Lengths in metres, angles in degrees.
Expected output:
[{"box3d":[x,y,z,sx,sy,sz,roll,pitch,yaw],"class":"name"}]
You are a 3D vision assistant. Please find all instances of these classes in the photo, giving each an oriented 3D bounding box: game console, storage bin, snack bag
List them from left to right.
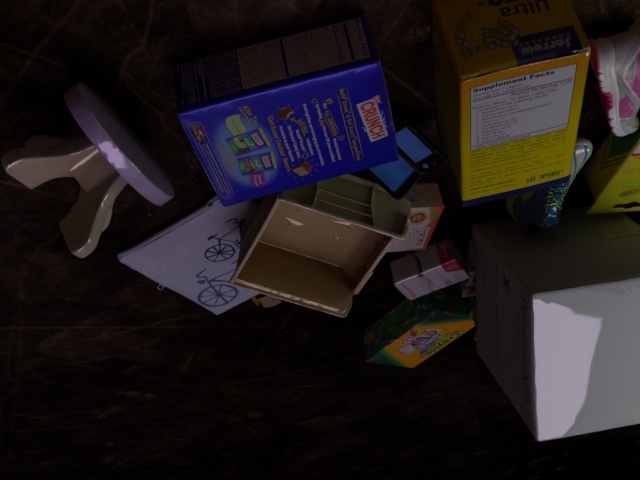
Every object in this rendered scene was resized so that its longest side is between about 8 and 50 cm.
[{"box3d":[-0.200,0.028,1.967,0.323,0.037,0.342,-28,143,23],"class":"snack bag"},{"box3d":[0.000,0.000,1.795,0.260,0.123,0.262,18,137,-14],"class":"storage bin"},{"box3d":[0.140,-0.147,1.708,0.122,0.071,0.107,42,147,-15],"class":"game console"}]

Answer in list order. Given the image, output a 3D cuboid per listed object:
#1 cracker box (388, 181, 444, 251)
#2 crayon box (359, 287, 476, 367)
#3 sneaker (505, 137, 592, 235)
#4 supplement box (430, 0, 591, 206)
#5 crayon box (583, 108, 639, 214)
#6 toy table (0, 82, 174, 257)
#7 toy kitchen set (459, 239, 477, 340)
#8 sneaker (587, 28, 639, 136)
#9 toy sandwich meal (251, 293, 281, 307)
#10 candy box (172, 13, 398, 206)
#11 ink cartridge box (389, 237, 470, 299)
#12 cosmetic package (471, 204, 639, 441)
[{"box3d":[0.116,-0.042,1.934,0.232,0.067,0.156,-4,147,-15],"class":"cracker box"},{"box3d":[0.247,0.218,2.395,0.165,0.081,0.278,12,142,-34],"class":"crayon box"},{"box3d":[0.470,-0.096,1.914,0.091,0.126,0.240,5,146,-27],"class":"sneaker"},{"box3d":[0.295,-0.242,1.544,0.194,0.195,0.356,-13,150,1],"class":"supplement box"},{"box3d":[0.661,-0.173,1.899,0.202,0.081,0.318,-3,147,-17],"class":"crayon box"},{"box3d":[-0.364,-0.112,1.508,0.161,0.252,0.274,-35,138,4],"class":"toy table"},{"box3d":[0.405,0.111,2.192,0.122,0.166,0.207,-9,150,-5],"class":"toy kitchen set"},{"box3d":[0.540,-0.272,1.672,0.111,0.103,0.252,-19,149,14],"class":"sneaker"},{"box3d":[-0.125,0.122,2.153,0.085,0.029,0.086,-9,149,-5],"class":"toy sandwich meal"},{"box3d":[-0.048,-0.204,1.555,0.317,0.122,0.268,-13,148,3],"class":"candy box"},{"box3d":[0.245,0.066,2.161,0.150,0.063,0.109,-22,148,17],"class":"ink cartridge box"},{"box3d":[0.526,0.151,1.979,0.327,0.394,0.330,-8,111,-6],"class":"cosmetic package"}]
